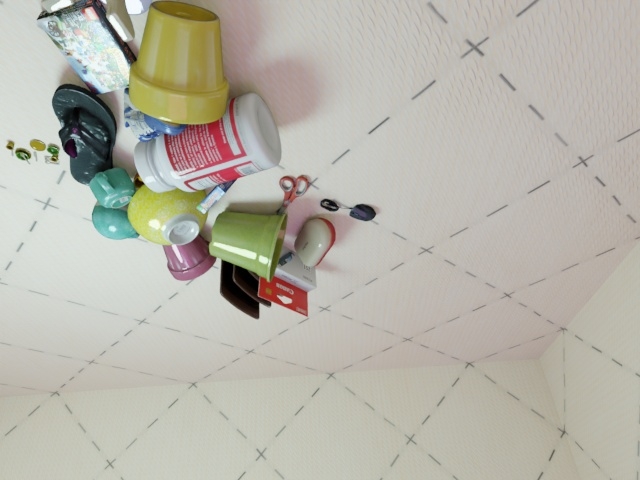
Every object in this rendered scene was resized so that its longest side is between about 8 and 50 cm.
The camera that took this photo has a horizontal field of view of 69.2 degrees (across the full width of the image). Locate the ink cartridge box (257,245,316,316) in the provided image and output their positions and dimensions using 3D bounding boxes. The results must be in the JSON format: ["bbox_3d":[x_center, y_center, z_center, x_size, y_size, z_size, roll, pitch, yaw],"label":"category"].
[{"bbox_3d":[-0.138,0.164,2.021,0.066,0.261,0.296,-30,137,32],"label":"ink cartridge box"}]

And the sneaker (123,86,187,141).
[{"bbox_3d":[-0.463,-0.330,1.302,0.112,0.296,0.131,-4,119,-42],"label":"sneaker"}]

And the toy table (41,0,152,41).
[{"bbox_3d":[-0.492,-0.601,1.031,0.252,0.160,0.274,-20,142,21],"label":"toy table"}]

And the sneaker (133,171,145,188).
[{"bbox_3d":[-0.591,-0.237,1.596,0.064,0.067,0.175,22,135,-28],"label":"sneaker"}]

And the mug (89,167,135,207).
[{"bbox_3d":[-0.702,-0.167,1.560,0.129,0.097,0.158,-35,175,25],"label":"mug"}]

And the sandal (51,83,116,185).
[{"bbox_3d":[-0.727,-0.290,1.452,0.168,0.107,0.445,7,147,-13],"label":"sandal"}]

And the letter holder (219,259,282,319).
[{"bbox_3d":[-0.305,0.205,2.101,0.152,0.214,0.302,-19,141,20],"label":"letter holder"}]

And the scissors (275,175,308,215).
[{"bbox_3d":[-0.121,-0.146,1.801,0.109,0.021,0.297,5,142,-11],"label":"scissors"}]

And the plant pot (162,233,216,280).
[{"bbox_3d":[-0.549,0.033,1.882,0.201,0.201,0.180,-12,127,12],"label":"plant pot"}]

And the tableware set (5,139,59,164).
[{"bbox_3d":[-0.945,-0.290,1.528,0.154,0.024,0.104,11,141,-19],"label":"tableware set"}]

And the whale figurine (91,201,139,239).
[{"bbox_3d":[-0.759,-0.053,1.749,0.216,0.141,0.272,15,157,-9],"label":"whale figurine"}]

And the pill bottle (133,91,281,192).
[{"bbox_3d":[-0.344,-0.282,1.421,0.408,0.229,0.229,-14,143,14],"label":"pill bottle"}]

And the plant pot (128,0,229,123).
[{"bbox_3d":[-0.354,-0.460,1.183,0.254,0.254,0.239,6,127,-14],"label":"plant pot"}]

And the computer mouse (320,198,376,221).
[{"bbox_3d":[0.112,-0.118,1.846,0.242,0.041,0.071,10,142,-17],"label":"computer mouse"}]

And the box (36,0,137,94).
[{"bbox_3d":[-0.602,-0.511,1.238,0.159,0.044,0.233,-10,144,10],"label":"box"}]

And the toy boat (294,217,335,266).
[{"bbox_3d":[0.000,0.000,1.941,0.151,0.151,0.231,-18,156,-36],"label":"toy boat"}]

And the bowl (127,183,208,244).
[{"bbox_3d":[-0.514,-0.076,1.650,0.289,0.156,0.289,-26,146,-20],"label":"bowl"}]

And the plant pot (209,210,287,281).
[{"bbox_3d":[-0.284,0.000,1.807,0.254,0.276,0.276,13,143,2],"label":"plant pot"}]

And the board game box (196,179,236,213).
[{"bbox_3d":[-0.330,-0.187,1.580,0.035,0.201,0.136,44,127,-15],"label":"board game box"}]
